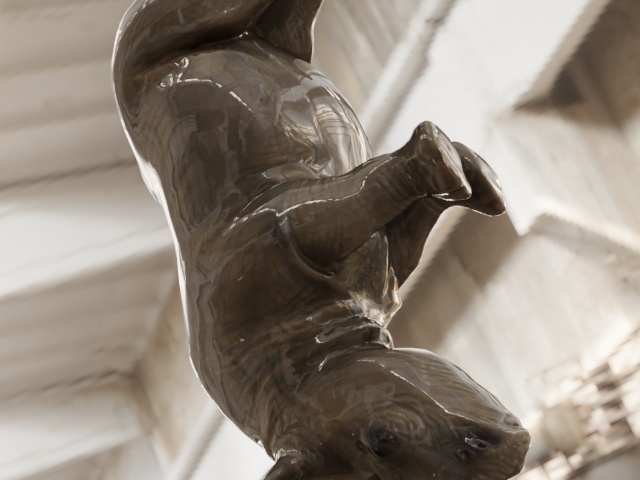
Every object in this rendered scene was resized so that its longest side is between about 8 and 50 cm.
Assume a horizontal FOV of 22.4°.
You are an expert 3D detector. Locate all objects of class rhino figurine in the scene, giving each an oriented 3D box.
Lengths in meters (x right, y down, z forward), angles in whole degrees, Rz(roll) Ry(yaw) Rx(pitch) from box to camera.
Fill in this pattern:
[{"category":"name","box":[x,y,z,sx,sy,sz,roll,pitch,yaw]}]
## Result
[{"category":"rhino figurine","box":[0.000,0.000,0.490,0.106,0.243,0.073,-29,-33,17]}]
